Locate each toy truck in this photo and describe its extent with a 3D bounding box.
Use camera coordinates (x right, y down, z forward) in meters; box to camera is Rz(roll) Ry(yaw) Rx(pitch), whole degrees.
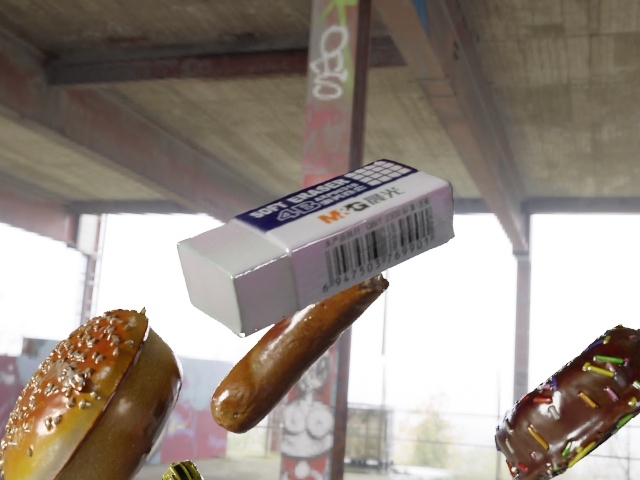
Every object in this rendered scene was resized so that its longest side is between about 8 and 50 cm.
[{"bbox_3d":[-0.204,0.350,1.206,0.054,0.049,0.083,3,-48,-52],"label":"toy truck"}]

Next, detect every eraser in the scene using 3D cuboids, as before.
[{"bbox_3d":[0.000,0.000,0.936,0.287,0.086,0.130,-23,27,-28],"label":"eraser"}]

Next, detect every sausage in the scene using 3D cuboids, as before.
[{"bbox_3d":[-0.026,0.126,1.101,0.076,0.302,0.103,43,9,4],"label":"sausage"}]

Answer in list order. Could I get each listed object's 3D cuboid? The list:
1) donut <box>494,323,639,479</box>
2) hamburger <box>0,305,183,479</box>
[{"bbox_3d":[0.288,0.183,0.955,0.235,0.089,0.235,-36,-15,-12],"label":"donut"},{"bbox_3d":[-0.232,0.176,0.866,0.147,0.237,0.237,29,-14,-7],"label":"hamburger"}]
